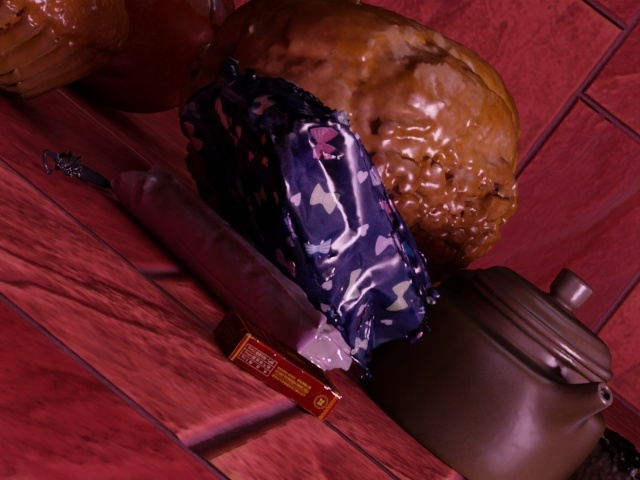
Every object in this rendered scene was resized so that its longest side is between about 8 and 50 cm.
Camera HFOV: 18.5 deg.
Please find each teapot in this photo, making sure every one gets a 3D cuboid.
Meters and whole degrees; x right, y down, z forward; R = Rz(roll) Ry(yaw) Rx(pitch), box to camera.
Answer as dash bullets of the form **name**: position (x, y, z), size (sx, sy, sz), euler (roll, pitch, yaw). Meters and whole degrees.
- **teapot**: position (0.149, 0.094, 1.585), size (0.185, 0.175, 0.267), euler (37, 4, -31)

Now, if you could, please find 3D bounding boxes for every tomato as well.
- **tomato**: position (-0.204, -0.238, 2.050), size (0.232, 0.188, 0.232), euler (35, 21, -16)

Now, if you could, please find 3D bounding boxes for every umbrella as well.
- **umbrella**: position (-0.181, -0.054, 1.490), size (0.149, 0.022, 0.022), euler (17, 63, -76)

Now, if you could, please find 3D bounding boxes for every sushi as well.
- **sushi**: position (0.231, 0.204, 1.639), size (0.078, 0.090, 0.150), euler (30, 10, -34)

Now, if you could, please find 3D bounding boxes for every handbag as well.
- **handbag**: position (-0.008, -0.021, 1.491), size (0.162, 0.113, 0.260), euler (31, -24, 49)

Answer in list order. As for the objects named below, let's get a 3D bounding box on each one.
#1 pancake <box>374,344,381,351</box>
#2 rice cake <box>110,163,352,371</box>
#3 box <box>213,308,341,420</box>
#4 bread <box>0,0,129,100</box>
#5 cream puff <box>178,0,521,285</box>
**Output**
- **pancake**: position (0.109, 0.119, 1.901), size (0.288, 0.033, 0.286), euler (37, 3, -10)
- **rice cake**: position (-0.070, 0.018, 1.453), size (0.270, 0.049, 0.055), euler (42, -15, 39)
- **box**: position (-0.029, 0.081, 1.297), size (0.082, 0.023, 0.051), euler (36, 6, -22)
- **bread**: position (-0.268, -0.211, 1.608), size (0.240, 0.139, 0.240), euler (37, 5, -4)
- **cream puff**: position (0.012, -0.070, 1.748), size (0.343, 0.231, 0.327), euler (8, -14, 31)
